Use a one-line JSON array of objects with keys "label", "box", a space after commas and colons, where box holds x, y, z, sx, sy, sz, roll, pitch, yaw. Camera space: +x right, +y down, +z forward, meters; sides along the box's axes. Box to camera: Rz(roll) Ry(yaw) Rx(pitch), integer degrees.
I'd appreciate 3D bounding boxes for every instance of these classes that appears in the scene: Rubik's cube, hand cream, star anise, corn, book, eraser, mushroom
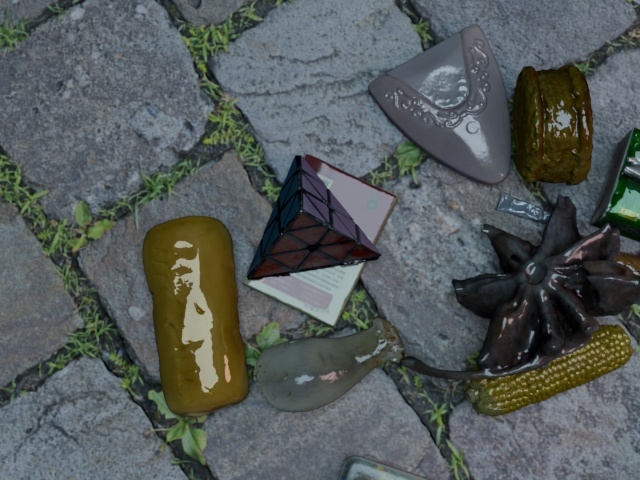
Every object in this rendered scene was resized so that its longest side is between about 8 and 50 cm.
[{"label": "Rubik's cube", "box": [-0.002, -0.049, 1.713, 0.190, 0.211, 0.178, 11, 58, -27]}, {"label": "hand cream", "box": [0.325, -0.047, 1.747, 0.093, 0.019, 0.030, 20, 86, 9]}, {"label": "star anise", "box": [0.320, 0.081, 1.655, 0.359, 0.139, 0.315, 0, 52, 32]}, {"label": "corn", "box": [0.344, 0.194, 1.681, 0.260, 0.091, 0.091, -17, 110, -6]}, {"label": "book", "box": [0.000, 0.000, 1.737, 0.162, 0.022, 0.231, 26, 85, 6]}, {"label": "eraser", "box": [0.222, -0.198, 1.738, 0.204, 0.059, 0.243, -31, 80, -3]}, {"label": "mushroom", "box": [0.018, 0.189, 1.682, 0.225, 0.093, 0.116, -16, 70, 1]}]

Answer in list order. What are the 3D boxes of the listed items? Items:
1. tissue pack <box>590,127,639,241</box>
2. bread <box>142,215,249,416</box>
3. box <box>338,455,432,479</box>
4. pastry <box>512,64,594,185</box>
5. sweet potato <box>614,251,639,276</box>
[{"label": "tissue pack", "box": [0.543, -0.067, 1.677, 0.209, 0.156, 0.148, 20, 82, 4]}, {"label": "bread", "box": [-0.190, 0.115, 1.694, 0.142, 0.091, 0.305, -10, 83, 5]}, {"label": "box", "box": [0.154, 0.433, 1.679, 0.285, 0.044, 0.142, 18, 88, 3]}, {"label": "pastry", "box": [0.349, -0.175, 1.673, 0.103, 0.189, 0.188, -3, 84, 2]}, {"label": "sweet potato", "box": [0.452, 0.047, 1.713, 0.206, 0.060, 0.068, 10, 48, 11]}]
